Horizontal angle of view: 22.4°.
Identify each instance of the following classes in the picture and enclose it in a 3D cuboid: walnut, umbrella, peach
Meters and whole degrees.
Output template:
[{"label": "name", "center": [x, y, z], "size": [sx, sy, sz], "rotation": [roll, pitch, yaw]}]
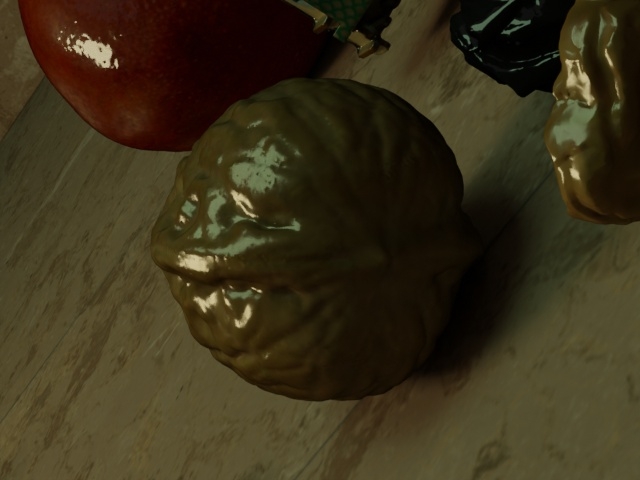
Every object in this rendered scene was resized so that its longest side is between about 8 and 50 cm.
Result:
[{"label": "walnut", "center": [0.000, 0.000, 0.962], "size": [0.213, 0.213, 0.213], "rotation": [-49, 21, 26]}, {"label": "umbrella", "center": [0.200, -0.206, 0.889], "size": [0.340, 0.118, 0.118], "rotation": [-42, 25, 37]}, {"label": "peach", "center": [-0.122, -0.238, 1.501], "size": [0.332, 0.308, 0.308], "rotation": [-7, 52, 46]}]

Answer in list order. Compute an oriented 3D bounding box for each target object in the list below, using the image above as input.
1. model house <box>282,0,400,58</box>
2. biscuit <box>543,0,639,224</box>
[{"label": "model house", "center": [0.075, -0.279, 1.193], "size": [0.271, 0.178, 0.206], "rotation": [-61, 12, -15]}, {"label": "biscuit", "center": [0.183, -0.173, 0.659], "size": [0.051, 0.269, 0.376], "rotation": [12, 72, 43]}]
